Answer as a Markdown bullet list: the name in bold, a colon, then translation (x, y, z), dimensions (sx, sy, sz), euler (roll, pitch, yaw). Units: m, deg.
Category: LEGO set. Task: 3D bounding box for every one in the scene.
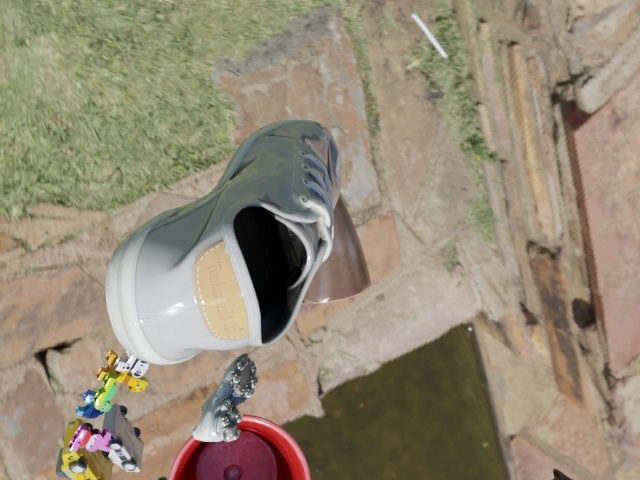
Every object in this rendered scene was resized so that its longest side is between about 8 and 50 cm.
- **LEGO set**: translation (-0.371, 0.283, 1.465), dimensions (0.093, 0.087, 0.227), euler (27, 98, -30)

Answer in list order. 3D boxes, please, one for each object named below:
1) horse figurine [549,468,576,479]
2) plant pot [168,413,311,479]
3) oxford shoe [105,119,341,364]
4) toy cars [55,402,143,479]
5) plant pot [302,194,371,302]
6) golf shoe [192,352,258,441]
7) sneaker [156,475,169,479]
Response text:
- **horse figurine**: translation (0.256, 0.334, 0.680), dimensions (0.174, 0.066, 0.264), euler (5, 79, -20)
- **plant pot**: translation (-0.165, 0.475, 1.569), dimensions (0.274, 0.243, 0.275), euler (1, 82, -8)
- **oxford shoe**: translation (-0.040, -0.016, 0.786), dimensions (0.130, 0.449, 0.169), euler (-8, 108, 22)
- **toy cars**: translation (-0.491, 0.459, 1.745), dimensions (0.087, 0.393, 0.177), euler (-9, 86, 5)
- **plant pot**: translation (0.000, 0.000, 1.837), dimensions (0.215, 0.215, 0.231), euler (-12, 107, -19)
- **golf shoe**: translation (-0.163, 0.260, 1.324), dimensions (0.086, 0.176, 0.069), euler (-19, 118, 28)
- **sneaker**: translation (-0.313, 0.584, 1.850), dimensions (0.078, 0.067, 0.188), euler (-34, 137, 13)
